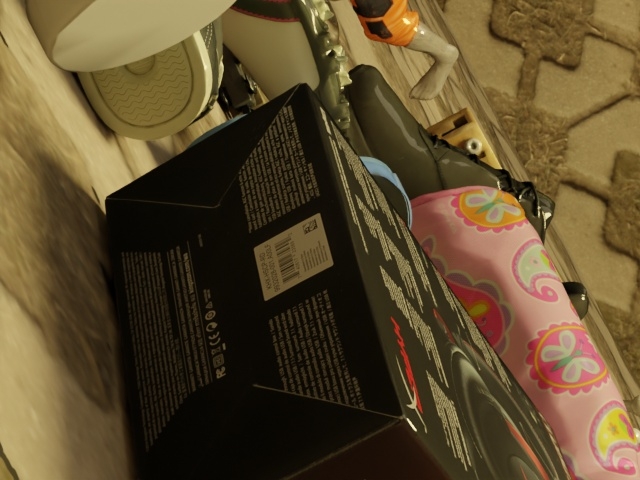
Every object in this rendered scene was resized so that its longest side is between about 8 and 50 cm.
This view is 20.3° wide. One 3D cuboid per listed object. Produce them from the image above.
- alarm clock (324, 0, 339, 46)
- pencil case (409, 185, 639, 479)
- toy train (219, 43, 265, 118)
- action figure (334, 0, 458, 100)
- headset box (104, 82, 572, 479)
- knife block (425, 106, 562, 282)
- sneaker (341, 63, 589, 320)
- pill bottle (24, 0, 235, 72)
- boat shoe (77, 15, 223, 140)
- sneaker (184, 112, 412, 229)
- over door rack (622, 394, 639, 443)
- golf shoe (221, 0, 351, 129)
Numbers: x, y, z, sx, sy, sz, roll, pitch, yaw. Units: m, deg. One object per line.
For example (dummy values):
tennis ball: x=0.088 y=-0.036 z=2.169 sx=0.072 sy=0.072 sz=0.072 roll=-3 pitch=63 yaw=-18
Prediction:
alarm clock: x=-0.029 y=-0.181 z=1.372 sx=0.129 sy=0.064 sz=0.192 roll=45 pitch=22 yaw=-55
pencil case: x=0.132 y=0.094 z=1.243 sx=0.124 sy=0.124 sz=0.284 roll=45 pitch=18 yaw=-55
toy train: x=-0.054 y=-0.104 z=1.136 sx=0.158 sy=0.027 sz=0.036 roll=65 pitch=8 yaw=18
action figure: x=0.022 y=-0.340 z=1.724 sx=0.330 sy=0.178 sz=0.341 roll=63 pitch=7 yaw=-51
headset box: x=0.037 y=0.112 z=0.777 sx=0.293 sy=0.110 sz=0.218 roll=52 pitch=14 yaw=-37
knife block: x=0.159 y=0.016 z=1.630 sx=0.275 sy=0.088 sz=0.242 roll=61 pitch=5 yaw=-4
sneaker: x=0.116 y=-0.028 z=1.453 sx=0.286 sy=0.130 sz=0.109 roll=57 pitch=13 yaw=-13
pill bottle: x=-0.126 y=-0.205 z=0.748 sx=0.264 sy=0.146 sz=0.146 roll=62 pitch=11 yaw=12
boat shoe: x=-0.099 y=-0.166 z=0.868 sx=0.079 sy=0.084 sz=0.233 roll=-36 pitch=113 yaw=-70
sneaker: x=0.000 y=0.000 z=1.001 sx=0.232 sy=0.081 sz=0.090 roll=20 pitch=45 yaw=-64
over door rack: x=0.325 y=0.276 z=1.694 sx=0.239 sy=0.108 sz=0.324 roll=54 pitch=13 yaw=-27
golf shoe: x=-0.077 y=-0.164 z=0.959 sx=0.273 sy=0.120 sz=0.105 roll=59 pitch=5 yaw=-20
